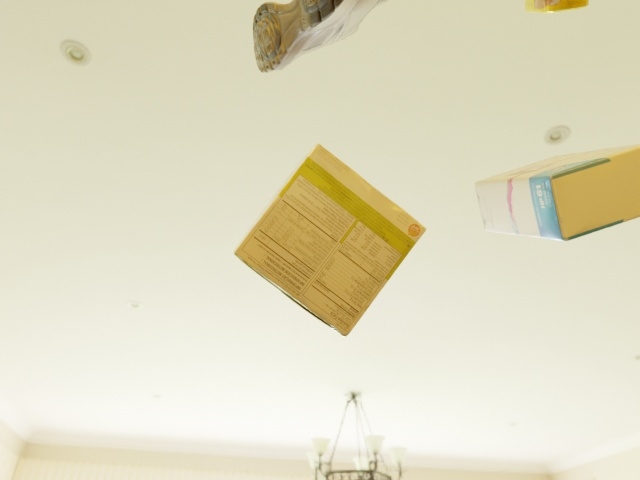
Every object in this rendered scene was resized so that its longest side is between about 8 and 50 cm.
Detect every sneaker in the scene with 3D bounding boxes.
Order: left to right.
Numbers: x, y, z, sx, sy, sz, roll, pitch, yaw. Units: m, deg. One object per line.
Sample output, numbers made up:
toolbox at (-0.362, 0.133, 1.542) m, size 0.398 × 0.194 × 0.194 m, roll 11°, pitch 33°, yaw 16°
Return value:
sneaker at (-0.009, -0.339, 0.801) m, size 0.129 × 0.111 × 0.297 m, roll -10°, pitch 3°, yaw -37°

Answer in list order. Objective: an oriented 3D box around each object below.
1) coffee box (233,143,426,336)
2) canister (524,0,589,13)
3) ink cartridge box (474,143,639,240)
coffee box at (0.000, 0.000, 1.336) m, size 0.338 × 0.334 × 0.337 m, roll 37°, pitch -5°, yaw -8°
canister at (0.330, -0.413, 0.706) m, size 0.073 × 0.126 × 0.170 m, roll -6°, pitch -65°, yaw 6°
ink cartridge box at (0.196, -0.039, 0.416) m, size 0.088 × 0.052 × 0.122 m, roll -18°, pitch 6°, yaw -7°
